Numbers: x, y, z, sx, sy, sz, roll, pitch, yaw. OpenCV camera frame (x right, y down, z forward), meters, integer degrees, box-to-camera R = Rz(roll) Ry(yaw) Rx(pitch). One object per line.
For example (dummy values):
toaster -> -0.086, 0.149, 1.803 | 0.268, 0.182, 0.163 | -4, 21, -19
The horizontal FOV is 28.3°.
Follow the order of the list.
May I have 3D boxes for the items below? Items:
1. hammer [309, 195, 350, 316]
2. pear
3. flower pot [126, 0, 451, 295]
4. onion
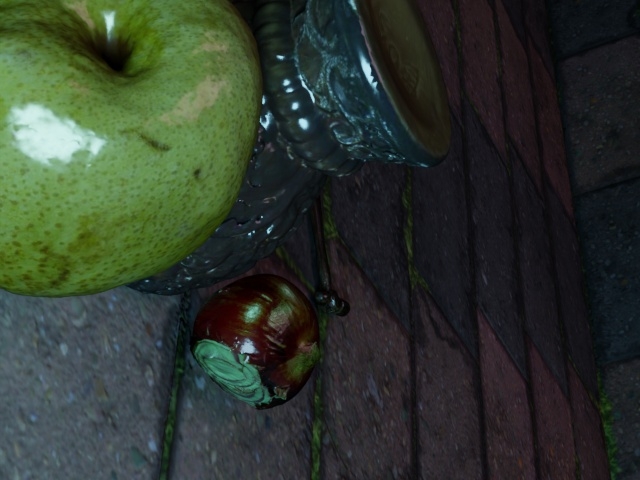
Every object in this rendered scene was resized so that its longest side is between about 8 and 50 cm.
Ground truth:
hammer -> 0.000, 0.000, 1.411 | 0.065, 0.021, 0.178 | 38, 37, -57
pear -> -0.148, -0.066, 0.811 | 0.228, 0.211, 0.188 | -14, 62, -27
flower pot -> -0.052, -0.112, 1.016 | 0.266, 0.267, 0.266 | 51, 30, -46
onion -> -0.049, 0.083, 1.086 | 0.117, 0.119, 0.118 | 83, 5, -53
